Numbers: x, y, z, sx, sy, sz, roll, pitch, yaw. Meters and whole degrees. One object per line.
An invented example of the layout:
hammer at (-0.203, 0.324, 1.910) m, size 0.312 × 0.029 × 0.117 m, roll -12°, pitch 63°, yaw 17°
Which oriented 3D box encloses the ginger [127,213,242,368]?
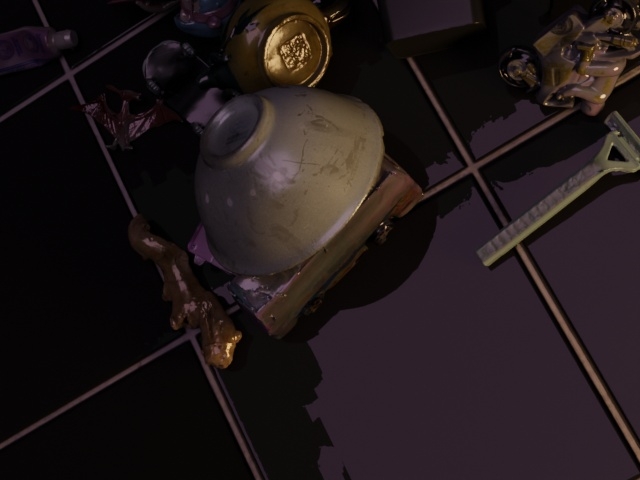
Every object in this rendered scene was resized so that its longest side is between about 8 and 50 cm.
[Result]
ginger at (-0.216, 0.074, 1.809) m, size 0.089 × 0.075 × 0.288 m, roll -42°, pitch 74°, yaw 11°

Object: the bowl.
bowl at (-0.081, -0.118, 1.645) m, size 0.313 × 0.146 × 0.313 m, roll -25°, pitch 43°, yaw 26°

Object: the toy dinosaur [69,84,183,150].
toy dinosaur at (-0.318, -0.198, 1.911) m, size 0.220 × 0.032 × 0.108 m, roll 7°, pitch 84°, yaw 21°

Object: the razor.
razor at (0.335, -0.058, 1.660) m, size 0.278 × 0.056 × 0.111 m, roll -37°, pitch 72°, yaw 8°

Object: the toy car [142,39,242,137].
toy car at (-0.197, -0.236, 1.865) m, size 0.095 × 0.056 × 0.205 m, roll -47°, pitch 68°, yaw 2°

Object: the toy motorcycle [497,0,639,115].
toy motorcycle at (0.366, -0.246, 1.653) m, size 0.225 × 0.073 × 0.152 m, roll -27°, pitch 109°, yaw 38°

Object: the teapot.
teapot at (-0.073, -0.306, 1.799) m, size 0.269 × 0.173 × 0.183 m, roll -40°, pitch 36°, yaw -18°

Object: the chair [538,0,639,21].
chair at (0.347, -0.407, 1.647) m, size 0.149 × 0.213 × 0.174 m, roll -12°, pitch 76°, yaw 20°

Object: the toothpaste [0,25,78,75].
toothpaste at (-0.548, -0.310, 1.999) m, size 0.301 × 0.048 × 0.075 m, roll -9°, pitch 87°, yaw 18°

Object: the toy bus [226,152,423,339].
toy bus at (0.000, 0.000, 1.713) m, size 0.112 × 0.138 × 0.317 m, roll 43°, pitch 92°, yaw 22°

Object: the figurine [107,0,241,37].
figurine at (-0.231, -0.410, 1.901) m, size 0.260 × 0.102 × 0.205 m, roll 20°, pitch 50°, yaw 22°

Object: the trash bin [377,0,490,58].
trash bin at (0.160, -0.402, 1.760) m, size 0.165 × 0.115 × 0.225 m, roll -10°, pitch 80°, yaw 15°

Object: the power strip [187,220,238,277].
power strip at (-0.098, -0.073, 1.811) m, size 0.109 × 0.037 × 0.278 m, roll 28°, pitch 88°, yaw 20°
